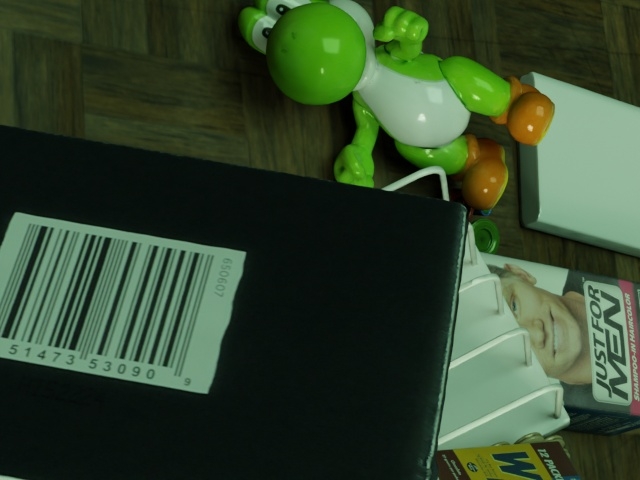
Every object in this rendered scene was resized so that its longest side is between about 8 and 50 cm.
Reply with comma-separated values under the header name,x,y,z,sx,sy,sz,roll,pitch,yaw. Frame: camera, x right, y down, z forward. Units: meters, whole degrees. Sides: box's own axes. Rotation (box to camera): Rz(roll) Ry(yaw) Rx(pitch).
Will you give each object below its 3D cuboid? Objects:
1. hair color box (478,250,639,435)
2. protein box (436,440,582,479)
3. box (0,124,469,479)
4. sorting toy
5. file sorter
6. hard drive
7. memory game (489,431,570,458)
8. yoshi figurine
name,x,y,z,sx,sy,sz,roll,pitch,yaw
hair color box,0.245,0.122,1.958,0.347,0.105,0.174,10,68,-33
protein box,0.147,0.317,1.672,0.201,0.200,0.136,1,47,-39
box,-0.161,0.179,1.270,0.480,0.472,0.297,10,52,4
sorting toy,0.173,-0.023,2.002,0.061,0.042,0.102,-47,116,-21
file sorter,0.110,0.095,1.733,0.193,0.173,0.278,-26,71,-2
hard drive,0.384,-0.085,2.173,0.307,0.040,0.203,13,67,-32
memory game,0.181,0.261,1.761,0.186,0.186,0.012,0,48,-36
yoshi figurine,0.073,-0.166,1.872,0.362,0.203,0.203,26,71,-12
